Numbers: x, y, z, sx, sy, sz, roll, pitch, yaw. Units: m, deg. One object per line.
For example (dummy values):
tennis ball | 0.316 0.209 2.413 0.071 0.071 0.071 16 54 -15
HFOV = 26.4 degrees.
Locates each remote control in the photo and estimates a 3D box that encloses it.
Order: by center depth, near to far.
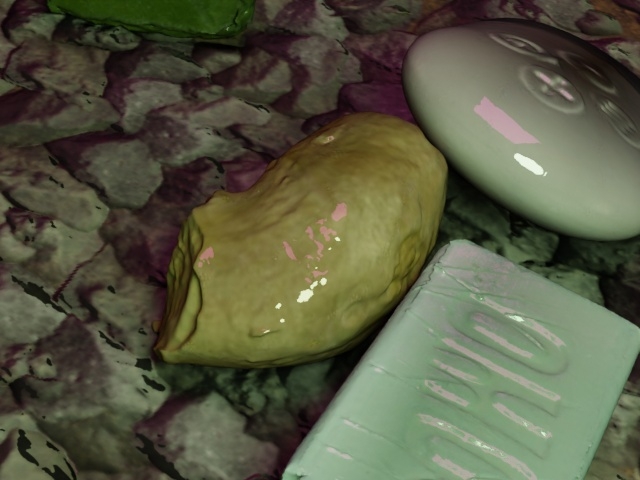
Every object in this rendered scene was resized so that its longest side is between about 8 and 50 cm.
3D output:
remote control | 0.181 -0.092 1.053 0.221 0.103 0.332 41 25 12

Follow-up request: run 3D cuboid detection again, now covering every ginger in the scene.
ginger | 0.000 0.000 0.906 0.267 0.138 0.152 -27 47 -34

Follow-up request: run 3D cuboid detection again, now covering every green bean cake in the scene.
green bean cake | -0.137 -0.282 1.170 0.200 0.214 0.113 9 43 -4

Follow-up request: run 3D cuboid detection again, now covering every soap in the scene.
soap | 0.086 0.115 0.814 0.150 0.094 0.261 24 38 14
